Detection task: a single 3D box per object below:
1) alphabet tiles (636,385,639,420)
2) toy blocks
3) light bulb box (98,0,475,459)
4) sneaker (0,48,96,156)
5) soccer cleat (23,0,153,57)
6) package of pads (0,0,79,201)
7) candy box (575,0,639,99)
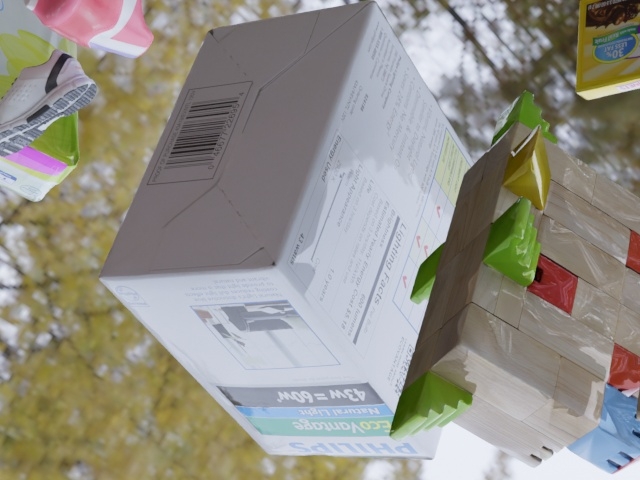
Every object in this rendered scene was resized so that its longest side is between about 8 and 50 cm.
[{"bbox_3d":[0.386,0.085,1.076,0.285,0.011,0.342,7,-150,14],"label":"alphabet tiles"},{"bbox_3d":[0.238,0.073,1.355,0.191,0.261,0.381,-47,-164,46],"label":"toy blocks"},{"bbox_3d":[0.000,0.000,1.596,0.225,0.361,0.358,-4,-129,33],"label":"light bulb box"},{"bbox_3d":[-0.218,-0.100,1.081,0.109,0.040,0.043,-32,-106,3],"label":"sneaker"},{"bbox_3d":[-0.161,-0.248,1.085,0.083,0.095,0.248,-25,-128,36],"label":"soccer cleat"},{"bbox_3d":[-0.407,-0.207,1.800,0.101,0.229,0.296,-41,-139,30],"label":"package of pads"},{"bbox_3d":[0.340,-0.205,1.404,0.206,0.027,0.105,-10,-112,41],"label":"candy box"}]
